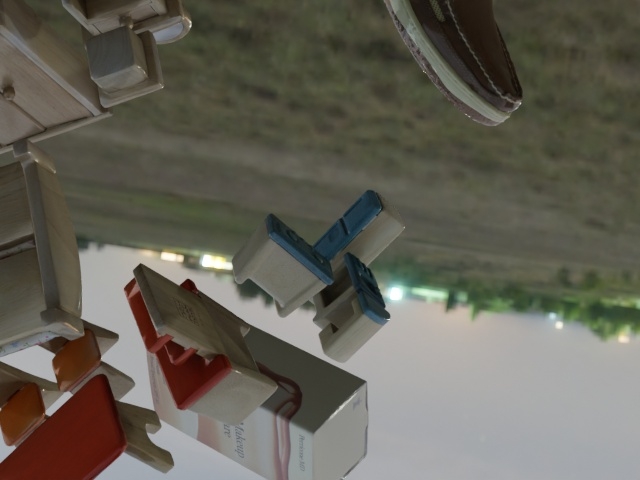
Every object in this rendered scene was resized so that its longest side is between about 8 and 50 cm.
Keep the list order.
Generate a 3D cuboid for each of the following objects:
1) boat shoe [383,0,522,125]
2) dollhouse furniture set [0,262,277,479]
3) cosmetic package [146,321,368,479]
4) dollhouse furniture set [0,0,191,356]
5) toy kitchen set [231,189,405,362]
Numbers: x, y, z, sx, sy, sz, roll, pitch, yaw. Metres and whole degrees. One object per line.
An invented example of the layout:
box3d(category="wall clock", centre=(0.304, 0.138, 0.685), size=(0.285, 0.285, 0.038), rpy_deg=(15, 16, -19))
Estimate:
box3d(category="boat shoe", centre=(0.099, -0.218, 0.994), size=(0.095, 0.257, 0.095), rpy_deg=(-35, 170, 30))
box3d(category="dollhouse furniture set", centre=(-0.176, 0.145, 0.984), size=(0.135, 0.259, 0.262), rpy_deg=(33, -160, -45))
box3d(category="cosmetic package", centre=(-0.089, 0.223, 1.733), size=(0.296, 0.153, 0.129), rpy_deg=(22, -138, 30))
box3d(category="dollhouse furniture set", centre=(-0.207, 0.002, 0.919), size=(0.303, 0.356, 0.174), rpy_deg=(-18, 158, 12))
box3d(category="toy kitchen set", centre=(0.000, 0.000, 1.263), size=(0.166, 0.122, 0.207), rpy_deg=(40, -167, -22))
